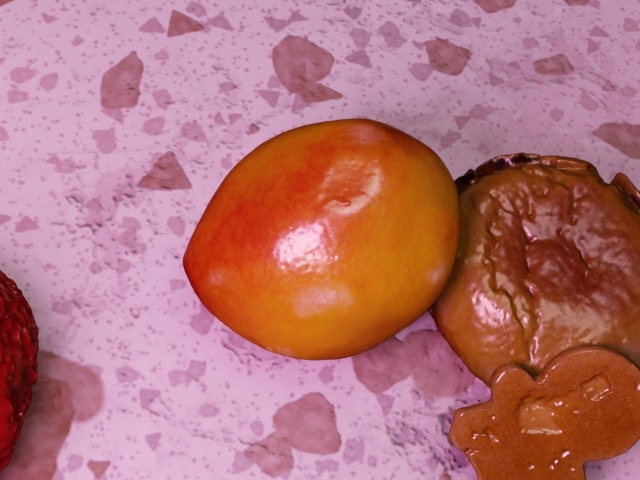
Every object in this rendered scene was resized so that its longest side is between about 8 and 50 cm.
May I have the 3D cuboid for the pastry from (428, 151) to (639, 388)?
[{"bbox_3d":[0.299,0.050,1.678,0.356,0.164,0.356,6,61,-12],"label":"pastry"}]

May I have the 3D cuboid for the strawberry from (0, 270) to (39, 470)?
[{"bbox_3d":[-0.445,0.151,1.422,0.292,0.310,0.291,0,93,2],"label":"strawberry"}]

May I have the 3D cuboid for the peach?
[{"bbox_3d":[0.001,0.000,1.576,0.308,0.289,0.289,-4,61,-21],"label":"peach"}]

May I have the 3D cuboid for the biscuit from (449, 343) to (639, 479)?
[{"bbox_3d":[0.280,0.210,1.568,0.249,0.035,0.184,-30,101,8],"label":"biscuit"}]
